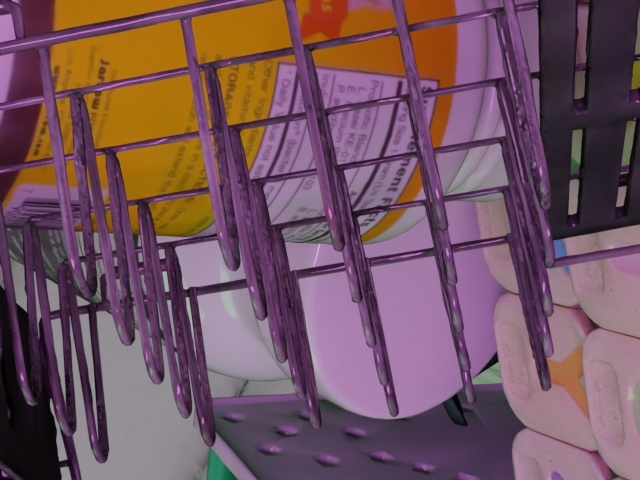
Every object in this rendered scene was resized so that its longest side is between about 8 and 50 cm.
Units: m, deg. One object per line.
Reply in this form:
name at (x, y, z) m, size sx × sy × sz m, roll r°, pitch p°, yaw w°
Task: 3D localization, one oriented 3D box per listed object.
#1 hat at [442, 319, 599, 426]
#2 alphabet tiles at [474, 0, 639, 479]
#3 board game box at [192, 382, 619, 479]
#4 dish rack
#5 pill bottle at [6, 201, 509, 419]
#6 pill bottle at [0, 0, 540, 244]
hat at (0.124, -0.008, 0.925) m, size 0.173 × 0.183 × 0.208 m, roll -94°, pitch -20°, yaw -76°
alphabet tiles at (0.133, 0.062, 0.570) m, size 0.021 × 0.284 × 0.278 m, roll -16°, pitch -165°, yaw -26°
board game box at (0.180, 0.168, 0.856) m, size 0.390 × 0.050 × 0.390 m, roll -1°, pitch -161°, yaw -25°
dish rack at (0.000, 0.000, 0.442) m, size 0.271 × 0.074 × 0.208 m, roll -11°, pitch 161°, yaw 3°
pill bottle at (-0.047, -0.033, 0.774) m, size 0.278 × 0.162 × 0.162 m, roll 24°, pitch 173°, yaw 43°
pill bottle at (-0.031, -0.059, 0.550) m, size 0.215 × 0.117 × 0.117 m, roll 3°, pitch -173°, yaw -32°
